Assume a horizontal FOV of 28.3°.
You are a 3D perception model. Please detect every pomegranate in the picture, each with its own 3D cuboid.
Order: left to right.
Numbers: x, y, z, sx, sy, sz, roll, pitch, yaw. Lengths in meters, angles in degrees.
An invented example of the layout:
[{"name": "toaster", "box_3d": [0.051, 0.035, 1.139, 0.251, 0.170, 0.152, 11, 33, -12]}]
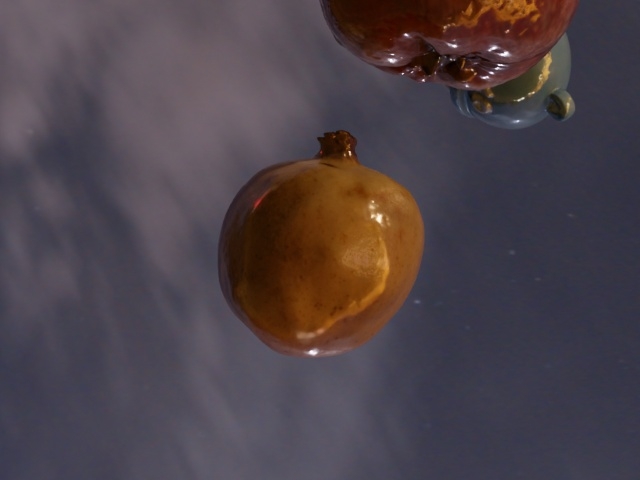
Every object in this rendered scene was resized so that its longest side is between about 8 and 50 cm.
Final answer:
[{"name": "pomegranate", "box_3d": [0.000, 0.000, 1.091, 0.196, 0.196, 0.196, -4, -96, 38]}]

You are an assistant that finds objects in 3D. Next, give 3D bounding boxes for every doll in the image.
[{"name": "doll", "box_3d": [0.172, -0.235, 1.458, 0.314, 0.141, 0.177, 42, -27, 26]}]

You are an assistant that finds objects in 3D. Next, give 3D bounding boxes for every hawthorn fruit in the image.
[{"name": "hawthorn fruit", "box_3d": [0.102, -0.250, 1.097, 0.231, 0.235, 0.263, -24, -82, 16]}]
